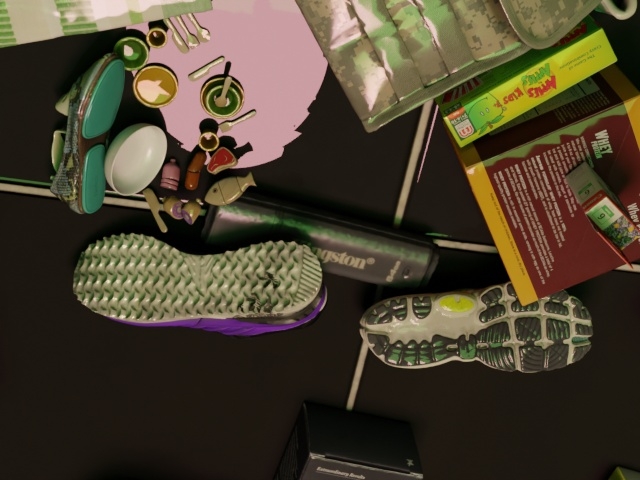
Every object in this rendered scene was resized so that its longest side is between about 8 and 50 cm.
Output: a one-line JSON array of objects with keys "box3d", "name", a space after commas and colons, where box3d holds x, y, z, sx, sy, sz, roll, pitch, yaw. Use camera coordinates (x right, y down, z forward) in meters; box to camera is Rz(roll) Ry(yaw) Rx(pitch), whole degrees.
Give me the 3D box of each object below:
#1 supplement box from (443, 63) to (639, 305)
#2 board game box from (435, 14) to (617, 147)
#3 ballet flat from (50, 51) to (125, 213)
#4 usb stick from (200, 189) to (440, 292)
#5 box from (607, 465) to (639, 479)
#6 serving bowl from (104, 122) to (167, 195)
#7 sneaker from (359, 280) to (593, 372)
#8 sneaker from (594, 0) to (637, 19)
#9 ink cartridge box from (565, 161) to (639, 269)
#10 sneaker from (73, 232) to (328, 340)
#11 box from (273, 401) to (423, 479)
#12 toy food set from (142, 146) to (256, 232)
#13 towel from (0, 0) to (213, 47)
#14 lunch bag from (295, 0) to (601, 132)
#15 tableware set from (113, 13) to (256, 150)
[{"box3d": [0.267, -0.068, 1.240, 0.194, 0.129, 0.191, -23, 119, 8], "name": "supplement box"}, {"box3d": [0.209, -0.177, 1.193, 0.181, 0.092, 0.043, -29, 120, 10], "name": "board game box"}, {"box3d": [-0.255, -0.118, 1.198, 0.070, 0.070, 0.188, 11, 116, -12], "name": "ballet flat"}, {"box3d": [0.000, 0.000, 1.298, 0.278, 0.045, 0.077, 14, 116, -14], "name": "usb stick"}, {"box3d": [0.447, 0.379, 1.563, 0.178, 0.042, 0.109, 18, 115, -15], "name": "box"}, {"box3d": [-0.203, -0.091, 1.216, 0.027, 0.083, 0.083, 31, 121, 26], "name": "serving bowl"}, {"box3d": [0.183, 0.094, 1.340, 0.275, 0.110, 0.107, 3, 93, -1], "name": "sneaker"}, {"box3d": [0.287, -0.309, 1.133, 0.071, 0.083, 0.191, -21, 118, 8], "name": "sneaker"}, {"box3d": [0.286, -0.026, 1.122, 0.029, 0.115, 0.063, -41, 116, 17], "name": "ink cartridge box"}, {"box3d": [-0.131, 0.067, 1.290, 0.293, 0.102, 0.146, 3, 160, 13], "name": "sneaker"}, {"box3d": [0.022, 0.329, 1.452, 0.153, 0.108, 0.207, 15, 116, -14], "name": "box"}, {"box3d": [-0.138, -0.063, 1.241, 0.122, 0.019, 0.078, -31, 74, 10], "name": "toy food set"}, {"box3d": [-0.288, -0.313, 1.097, 0.325, 0.038, 0.248, -11, 121, -2], "name": "towel"}, {"box3d": [0.114, -0.277, 1.078, 0.287, 0.169, 0.235, -26, 112, 8], "name": "lunch bag"}, {"box3d": [-0.145, -0.164, 1.202, 0.104, 0.024, 0.154, -27, 119, 10], "name": "tableware set"}]
